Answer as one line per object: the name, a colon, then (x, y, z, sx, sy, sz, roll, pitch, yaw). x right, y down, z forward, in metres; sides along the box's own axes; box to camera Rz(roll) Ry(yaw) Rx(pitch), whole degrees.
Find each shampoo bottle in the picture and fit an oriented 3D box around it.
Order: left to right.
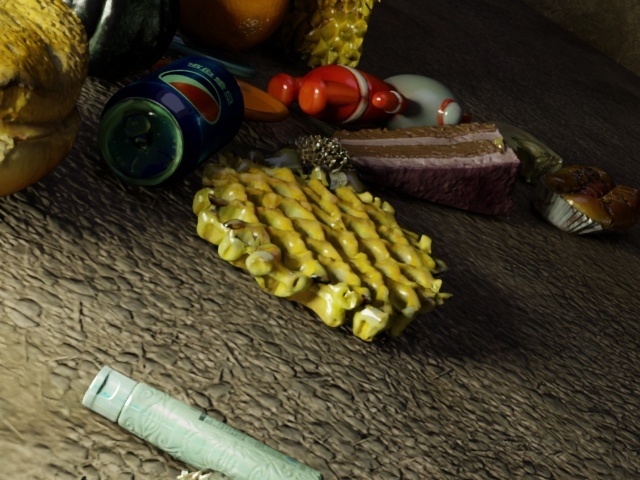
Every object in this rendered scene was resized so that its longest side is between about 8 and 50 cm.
shampoo bottle: (-0.089, 0.153, 0.989, 0.191, 0.041, 0.069, 28, 2, 1)

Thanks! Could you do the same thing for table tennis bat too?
table tennis bat: (-0.182, -0.260, 1.784, 0.201, 0.033, 0.124, 17, 10, -23)

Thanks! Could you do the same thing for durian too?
durian: (-0.025, -0.357, 2.047, 0.196, 0.185, 0.305, 8, 13, -16)
durian: (0.002, -0.087, 1.592, 0.110, 0.071, 0.140, 5, 37, -44)

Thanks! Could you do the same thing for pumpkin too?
pumpkin: (-0.279, -0.294, 1.587, 0.221, 0.161, 0.220, 20, 27, -11)

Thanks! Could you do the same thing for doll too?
doll: (0.089, -0.191, 1.867, 0.337, 0.105, 0.200, 2, 7, -39)

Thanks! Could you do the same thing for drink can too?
drink can: (-0.163, -0.130, 1.426, 0.118, 0.118, 0.205, 30, 23, 3)

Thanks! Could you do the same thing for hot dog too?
hot dog: (0.423, -0.062, 2.024, 0.144, 0.075, 0.268, 37, 22, 21)

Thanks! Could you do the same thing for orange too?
orange: (-0.124, -0.383, 1.875, 0.170, 0.224, 0.224, 11, 27, -25)

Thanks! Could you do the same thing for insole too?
insole: (-0.103, -0.112, 1.605, 0.135, 0.002, 0.045, 8, 30, -42)

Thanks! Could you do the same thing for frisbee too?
frisbee: (-0.134, -0.185, 1.678, 0.192, 0.035, 0.192, 19, 15, -5)

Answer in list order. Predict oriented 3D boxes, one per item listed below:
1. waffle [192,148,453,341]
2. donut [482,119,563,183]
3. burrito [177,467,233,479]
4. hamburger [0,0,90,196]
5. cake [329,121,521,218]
waffle: (0.003, -0.004, 1.414, 0.329, 0.062, 0.329, 23, 23, -10)
donut: (0.296, -0.139, 2.053, 0.166, 0.065, 0.108, 6, 31, -42)
burrito: (-0.033, 0.218, 0.919, 0.188, 0.045, 0.058, 36, -4, 23)
hamburger: (-0.357, -0.156, 1.179, 0.290, 0.170, 0.314, 26, 23, 0)
cake: (0.152, -0.110, 1.784, 0.295, 0.112, 0.116, 6, 29, -32)
